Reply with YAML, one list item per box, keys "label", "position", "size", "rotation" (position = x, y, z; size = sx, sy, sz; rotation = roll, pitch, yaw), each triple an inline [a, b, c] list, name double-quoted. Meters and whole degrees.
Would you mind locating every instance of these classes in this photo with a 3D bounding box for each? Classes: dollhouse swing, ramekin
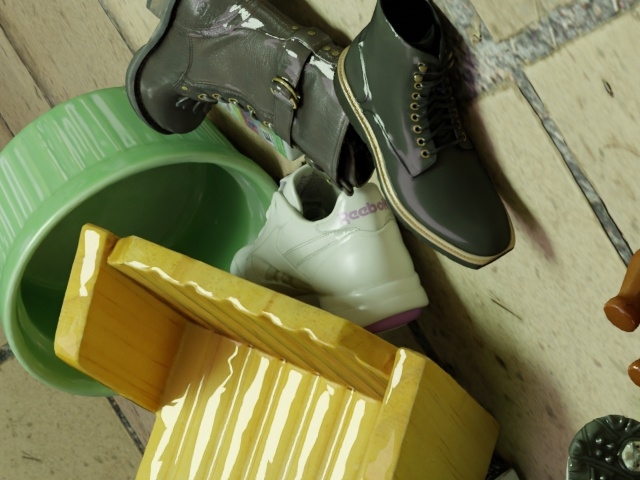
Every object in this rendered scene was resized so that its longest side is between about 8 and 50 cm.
- label: "dollhouse swing"
  position: [-0.076, 0.213, 1.670]
  size: [0.347, 0.305, 0.315]
  rotation: [22, 170, 26]
- label: "ramekin"
  position: [-0.194, -0.006, 1.906]
  size: [0.148, 0.303, 0.303]
  rotation: [53, 164, 40]

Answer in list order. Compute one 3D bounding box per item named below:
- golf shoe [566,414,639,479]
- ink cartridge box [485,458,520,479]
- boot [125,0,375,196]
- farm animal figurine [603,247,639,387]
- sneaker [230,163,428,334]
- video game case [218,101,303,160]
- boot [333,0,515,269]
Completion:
- label: "golf shoe"
  position: [0.247, 0.250, 1.465]
  size: [0.273, 0.105, 0.120]
  rotation: [62, 169, -14]
- label: "ink cartridge box"
  position: [0.166, 0.290, 1.840]
  size: [0.208, 0.045, 0.206]
  rotation: [64, 163, -16]
- label: "boot"
  position: [-0.049, -0.115, 1.611]
  size: [0.229, 0.091, 0.263]
  rotation: [42, 151, 16]
- label: "farm animal figurine"
  position: [0.310, 0.038, 0.847]
  size: [0.327, 0.172, 0.330]
  rotation: [49, 157, -16]
- label: "sneaker"
  position: [0.000, 0.000, 1.734]
  size: [0.305, 0.114, 0.152]
  rotation: [2, 110, 64]
- label: "video game case"
  position: [-0.094, -0.195, 1.744]
  size: [0.193, 0.023, 0.212]
  rotation: [40, 156, 44]
- label: "boot"
  position: [0.082, -0.084, 1.388]
  size: [0.198, 0.077, 0.137]
  rotation: [52, 157, 13]
